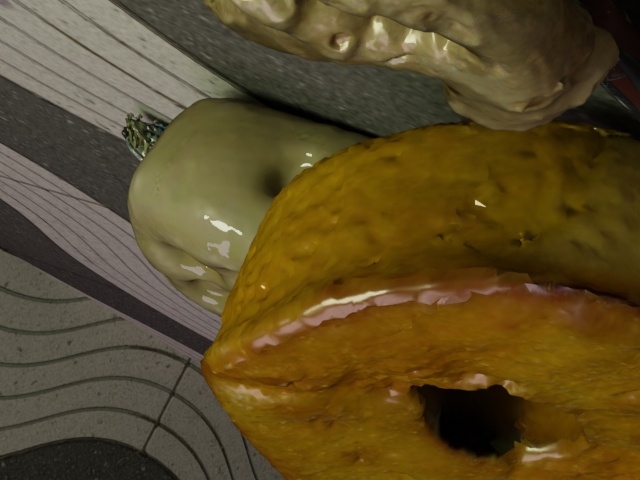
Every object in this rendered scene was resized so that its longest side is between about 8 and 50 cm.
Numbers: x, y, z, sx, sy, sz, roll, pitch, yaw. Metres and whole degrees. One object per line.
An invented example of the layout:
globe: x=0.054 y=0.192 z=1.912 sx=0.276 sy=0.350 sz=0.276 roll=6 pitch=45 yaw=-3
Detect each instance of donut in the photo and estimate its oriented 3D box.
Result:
donut: x=0.089 y=0.046 z=0.699 sx=0.303 sy=0.110 sz=0.303 roll=3 pitch=153 yaw=2

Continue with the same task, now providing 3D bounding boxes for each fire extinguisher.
fire extinguisher: x=0.109 y=-0.063 z=0.531 sx=0.032 sy=0.046 sz=0.100 roll=-26 pitch=146 yaw=26

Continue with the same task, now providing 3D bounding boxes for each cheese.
cheese: x=0.000 y=0.000 z=0.901 sx=0.235 sy=0.117 sz=0.218 roll=30 pitch=167 yaw=-32

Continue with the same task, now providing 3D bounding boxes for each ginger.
ginger: x=0.001 y=-0.093 z=0.527 sx=0.149 sy=0.065 sz=0.258 roll=25 pitch=-176 yaw=-34

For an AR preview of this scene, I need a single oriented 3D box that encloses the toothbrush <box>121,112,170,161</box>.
toothbrush: x=0.040 y=0.010 z=1.071 sx=0.413 sy=0.035 sz=0.042 roll=27 pitch=167 yaw=1
